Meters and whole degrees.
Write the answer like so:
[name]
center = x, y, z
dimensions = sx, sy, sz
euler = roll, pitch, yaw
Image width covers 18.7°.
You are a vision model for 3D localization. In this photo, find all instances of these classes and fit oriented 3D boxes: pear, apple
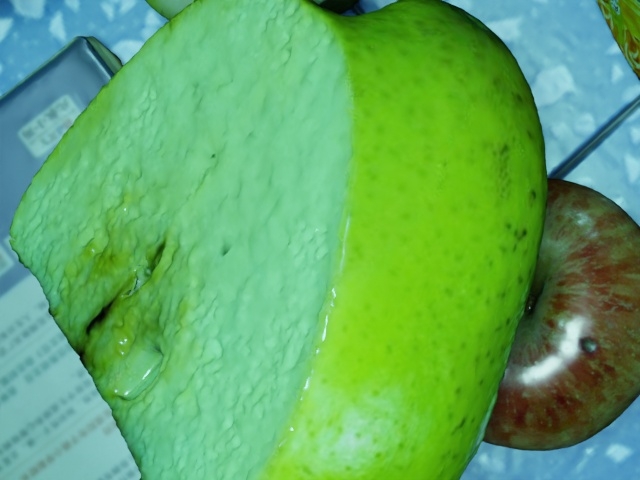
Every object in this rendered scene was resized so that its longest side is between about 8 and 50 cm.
[pear]
center = 0.000, 0.000, 0.931
dimensions = 0.159, 0.292, 0.292
euler = 15, 92, -38
[apple]
center = 0.116, 0.039, 1.028
dimensions = 0.146, 0.131, 0.146
euler = -2, 78, 12

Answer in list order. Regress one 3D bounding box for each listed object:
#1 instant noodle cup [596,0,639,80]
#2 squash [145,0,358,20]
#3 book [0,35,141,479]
[instant noodle cup]
center = 0.251, -0.156, 0.977
dimensions = 0.182, 0.230, 0.230
euler = -29, 88, -4
[squash]
center = -0.040, -0.196, 0.974
dimensions = 0.189, 0.260, 0.189
euler = 0, 93, 4
[book]
center = -0.116, 0.140, 1.092
dimensions = 0.300, 0.039, 0.428
euler = -37, 88, 5
